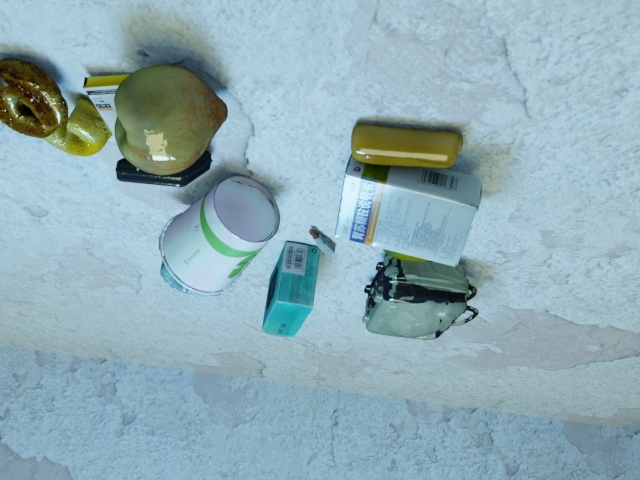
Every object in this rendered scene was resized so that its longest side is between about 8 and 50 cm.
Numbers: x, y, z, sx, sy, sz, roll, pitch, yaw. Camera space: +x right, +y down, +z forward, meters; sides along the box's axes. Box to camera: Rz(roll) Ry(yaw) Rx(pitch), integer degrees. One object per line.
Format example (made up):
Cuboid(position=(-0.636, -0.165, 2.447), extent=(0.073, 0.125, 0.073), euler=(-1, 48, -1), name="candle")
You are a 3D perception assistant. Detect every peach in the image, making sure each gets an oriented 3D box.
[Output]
Cuboid(position=(-0.287, -0.237, 1.283), extent=(0.232, 0.233, 0.232), euler=(6, 154, 3), name="peach")

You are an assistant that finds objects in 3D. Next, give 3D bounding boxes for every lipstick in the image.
Cuboid(position=(0.000, -0.001, 1.879), extent=(0.030, 0.030, 0.129), euler=(-8, 150, 29), name="lipstick")

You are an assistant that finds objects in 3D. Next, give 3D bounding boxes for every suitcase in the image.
Cuboid(position=(0.315, 0.191, 2.003), extent=(0.339, 0.194, 0.351), euler=(8, 154, -5), name="suitcase")

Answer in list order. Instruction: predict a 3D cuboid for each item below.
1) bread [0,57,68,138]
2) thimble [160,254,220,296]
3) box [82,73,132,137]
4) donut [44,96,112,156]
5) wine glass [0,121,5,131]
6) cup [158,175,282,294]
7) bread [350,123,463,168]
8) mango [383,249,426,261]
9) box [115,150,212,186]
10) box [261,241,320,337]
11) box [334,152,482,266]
Cuboid(position=(-0.617, -0.298, 1.369), extent=(0.193, 0.064, 0.193), euler=(11, 137, 10), name="bread")
Cuboid(position=(-0.373, 0.076, 2.009), extent=(0.198, 0.143, 0.235), euler=(-9, 151, 31), name="thimble")
Cuboid(position=(-0.406, -0.269, 1.431), extent=(0.129, 0.033, 0.247), euler=(-4, 153, 5), name="box")
Cuboid(position=(-0.552, -0.247, 1.484), extent=(0.181, 0.078, 0.146), euler=(-5, 149, 27), name="donut")
Cuboid(position=(-0.847, -0.143, 1.457), extent=(0.190, 0.357, 0.190), euler=(8, 154, 4), name="wine glass")
Cuboid(position=(-0.250, -0.024, 1.693), extent=(0.253, 0.253, 0.274), euler=(22, 142, -27), name="cup")
Cuboid(position=(0.182, -0.195, 1.394), extent=(0.239, 0.074, 0.093), euler=(5, 149, 5), name="bread")
Cuboid(position=(0.250, 0.009, 1.777), extent=(0.130, 0.092, 0.194), euler=(24, 158, -35), name="mango")
Cuboid(position=(-0.342, -0.167, 1.464), extent=(0.160, 0.050, 0.230), euler=(6, -163, 4), name="box")
Cuboid(position=(-0.095, 0.160, 2.034), extent=(0.118, 0.205, 0.311), euler=(13, 154, -8), name="box")
Cuboid(position=(0.195, -0.073, 1.495), extent=(0.299, 0.106, 0.200), euler=(15, 136, 6), name="box")
